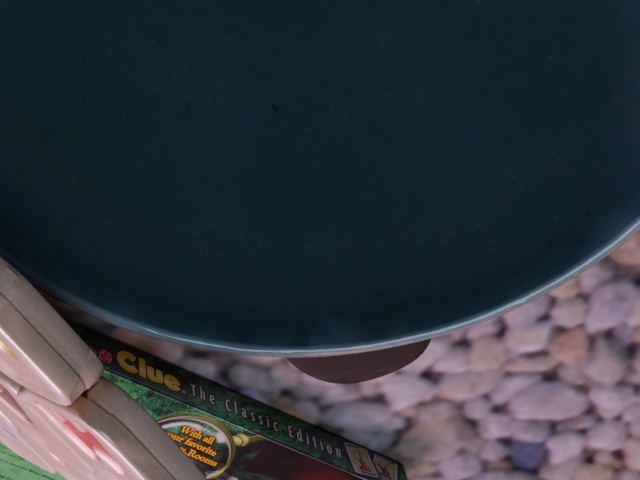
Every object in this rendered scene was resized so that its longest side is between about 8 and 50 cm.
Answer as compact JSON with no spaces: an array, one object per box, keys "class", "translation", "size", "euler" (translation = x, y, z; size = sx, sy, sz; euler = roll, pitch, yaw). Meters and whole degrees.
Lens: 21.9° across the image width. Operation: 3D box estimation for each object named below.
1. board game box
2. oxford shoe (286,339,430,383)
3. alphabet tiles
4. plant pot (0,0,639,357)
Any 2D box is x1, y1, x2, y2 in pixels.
[{"class":"board game box","translation":[-0.094,0.125,0.873],"size":[0.260,0.030,0.136],"euler":[27,121,-27]},{"class":"oxford shoe","translation":[0.000,0.000,0.768],"size":[0.076,0.076,0.212],"euler":[-22,144,6]},{"class":"alphabet tiles","translation":[-0.164,0.027,0.655],"size":[0.021,0.284,0.278],"euler":[-51,129,-19]},{"class":"plant pot","translation":[-0.007,-0.131,0.577],"size":[0.290,0.195,0.290],"euler":[-5,128,-6]}]
